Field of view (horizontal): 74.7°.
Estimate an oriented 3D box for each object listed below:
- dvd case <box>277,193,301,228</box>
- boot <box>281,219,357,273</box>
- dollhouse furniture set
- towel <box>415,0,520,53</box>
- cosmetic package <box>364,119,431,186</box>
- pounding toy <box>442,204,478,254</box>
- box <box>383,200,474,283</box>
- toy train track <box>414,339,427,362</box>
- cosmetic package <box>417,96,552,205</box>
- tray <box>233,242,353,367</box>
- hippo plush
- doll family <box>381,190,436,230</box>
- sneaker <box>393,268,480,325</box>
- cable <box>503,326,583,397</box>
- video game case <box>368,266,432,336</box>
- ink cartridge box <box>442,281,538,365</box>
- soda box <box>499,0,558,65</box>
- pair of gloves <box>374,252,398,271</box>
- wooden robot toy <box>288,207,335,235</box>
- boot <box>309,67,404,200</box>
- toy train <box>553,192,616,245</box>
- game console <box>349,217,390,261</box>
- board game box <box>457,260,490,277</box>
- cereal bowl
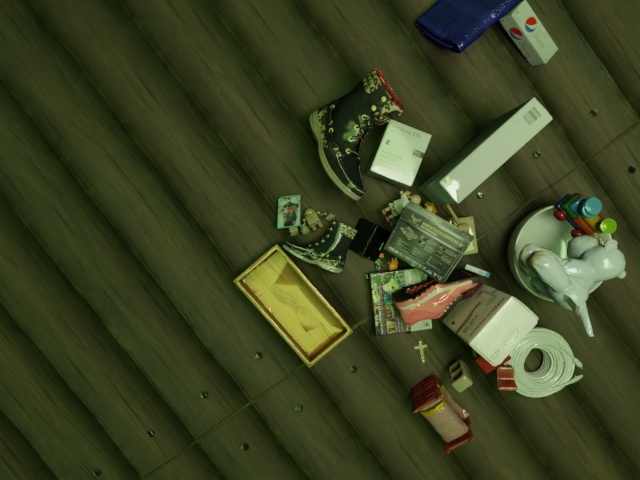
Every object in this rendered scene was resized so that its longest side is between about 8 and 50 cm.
[{"bbox_3d":[-0.110,-0.103,1.478,0.087,0.013,0.119,-6,69,20],"label":"dvd case"},{"bbox_3d":[0.001,0.000,1.484,0.237,0.085,0.178,24,93,-10],"label":"boot"},{"bbox_3d":[0.520,0.531,1.448,0.374,0.152,0.201,-40,93,17],"label":"dollhouse furniture set"},{"bbox_3d":[0.508,-0.775,1.412,0.308,0.076,0.227,-40,60,4],"label":"towel"},{"bbox_3d":[0.260,-0.290,1.436,0.152,0.151,0.183,21,93,-3],"label":"cosmetic package"},{"bbox_3d":[0.481,-0.043,1.428,0.094,0.206,0.180,-9,93,0],"label":"pounding toy"},{"bbox_3d":[0.345,0.008,1.363,0.231,0.056,0.182,31,124,14],"label":"box"},{"bbox_3d":[0.375,0.412,1.551,0.048,0.014,0.083,-11,94,0],"label":"toy train track"},{"bbox_3d":[0.516,-0.273,1.375,0.377,0.284,0.097,-42,95,2],"label":"cosmetic package"},{"bbox_3d":[-0.096,0.229,1.504,0.203,0.076,0.410,-41,92,2],"label":"tray"},{"bbox_3d":[0.768,0.070,1.258,0.237,0.294,0.234,-37,114,7],"label":"hippo plush"},{"bbox_3d":[0.340,-0.055,1.481,0.163,0.118,0.262,-26,89,18],"label":"doll family"},{"bbox_3d":[0.411,0.199,1.472,0.314,0.116,0.136,-20,110,-5],"label":"sneaker"},{"bbox_3d":[0.778,0.437,1.522,0.257,0.089,0.257,-32,93,3],"label":"cable"},{"bbox_3d":[0.288,0.217,1.516,0.211,0.042,0.231,-7,94,-6],"label":"video game case"},{"bbox_3d":[0.556,0.267,1.409,0.117,0.283,0.207,41,92,-3],"label":"ink cartridge box"},{"bbox_3d":[0.705,-0.700,1.424,0.216,0.074,0.069,39,93,-22],"label":"soda box"},{"bbox_3d":[0.240,0.085,1.530,0.084,0.010,0.074,12,94,-1],"label":"pair of gloves"},{"bbox_3d":[-0.038,-0.077,1.502,0.174,0.076,0.079,-27,58,1],"label":"wooden robot toy"},{"bbox_3d":[0.131,-0.343,1.336,0.284,0.138,0.377,-33,57,26],"label":"boot"},{"bbox_3d":[0.875,-0.041,1.325,0.105,0.143,0.248,-43,93,2],"label":"toy train"},{"bbox_3d":[0.173,-0.002,1.520,0.107,0.071,0.122,25,94,-29],"label":"game console"},{"bbox_3d":[0.544,0.100,1.495,0.090,0.090,0.019,19,96,-2],"label":"board game box"},{"bbox_3d":[0.813,0.039,1.470,0.340,0.141,0.338,0,94,-1],"label":"cereal bowl"}]
